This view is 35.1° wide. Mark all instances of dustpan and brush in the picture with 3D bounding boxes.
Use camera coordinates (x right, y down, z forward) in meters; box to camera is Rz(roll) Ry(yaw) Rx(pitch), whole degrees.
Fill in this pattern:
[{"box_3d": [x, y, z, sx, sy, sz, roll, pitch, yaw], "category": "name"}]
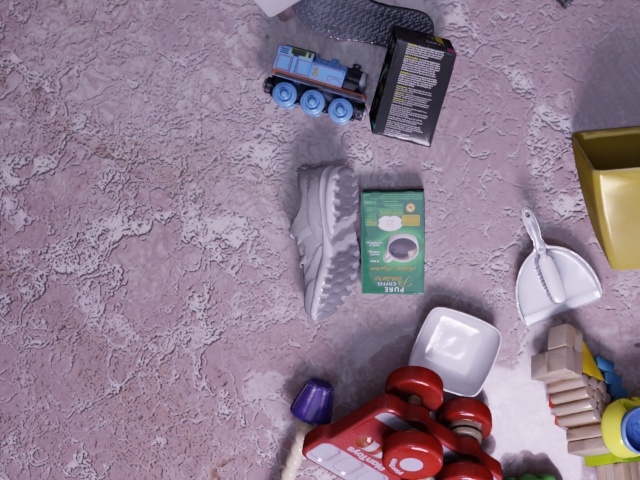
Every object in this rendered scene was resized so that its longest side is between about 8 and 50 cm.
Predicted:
[{"box_3d": [0.385, 0.037, 1.732, 0.147, 0.060, 0.211, -22, 97, 8], "category": "dustpan and brush"}]

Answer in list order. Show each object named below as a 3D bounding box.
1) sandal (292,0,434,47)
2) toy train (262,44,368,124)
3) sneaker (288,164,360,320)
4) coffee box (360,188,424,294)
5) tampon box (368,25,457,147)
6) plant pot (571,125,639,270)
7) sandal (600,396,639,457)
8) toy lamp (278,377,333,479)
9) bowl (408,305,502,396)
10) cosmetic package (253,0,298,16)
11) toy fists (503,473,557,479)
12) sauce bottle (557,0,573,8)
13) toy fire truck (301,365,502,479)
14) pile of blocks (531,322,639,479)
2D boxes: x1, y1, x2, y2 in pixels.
[{"box_3d": [0.064, -0.377, 1.703, 0.254, 0.054, 0.097, 20, 108, -8], "category": "sandal"}, {"box_3d": [-0.003, -0.262, 1.710, 0.184, 0.080, 0.105, 16, 95, 2], "category": "toy train"}, {"box_3d": [0.000, 0.000, 1.760, 0.115, 0.105, 0.281, 16, 107, 37], "category": "sneaker"}, {"box_3d": [0.126, 0.003, 1.760, 0.113, 0.040, 0.184, -1, 99, 6], "category": "coffee box"}, {"box_3d": [0.150, -0.254, 1.657, 0.101, 0.120, 0.161, 13, 112, -5], "category": "tampon box"}, {"box_3d": [0.530, -0.067, 1.639, 0.212, 0.212, 0.187, -4, 112, 5], "category": "plant pot"}, {"box_3d": [0.631, 0.297, 1.677, 0.317, 0.138, 0.126, -15, 92, -22], "category": "sandal"}, {"box_3d": [-0.042, 0.381, 1.819, 0.080, 0.080, 0.274, 18, 100, 2], "category": "toy lamp"}, {"box_3d": [0.236, 0.190, 1.775, 0.142, 0.053, 0.142, 22, 101, 2], "category": "bowl"}, {"box_3d": [-0.024, -0.600, 1.499, 0.394, 0.329, 0.327, -29, 82, 8], "category": "cosmetic package"}, {"box_3d": [0.315, 0.511, 1.801, 0.279, 0.096, 0.142, -31, 110, 9], "category": "toy fists"}, {"box_3d": [0.366, -0.434, 1.665, 0.128, 0.042, 0.042, 41, 100, -1], "category": "sauce bottle"}, {"box_3d": [0.152, 0.372, 1.753, 0.302, 0.169, 0.254, 35, 130, -26], "category": "toy fire truck"}, {"box_3d": [0.476, 0.315, 1.763, 0.112, 0.149, 0.362, -26, 86, 51], "category": "pile of blocks"}]
